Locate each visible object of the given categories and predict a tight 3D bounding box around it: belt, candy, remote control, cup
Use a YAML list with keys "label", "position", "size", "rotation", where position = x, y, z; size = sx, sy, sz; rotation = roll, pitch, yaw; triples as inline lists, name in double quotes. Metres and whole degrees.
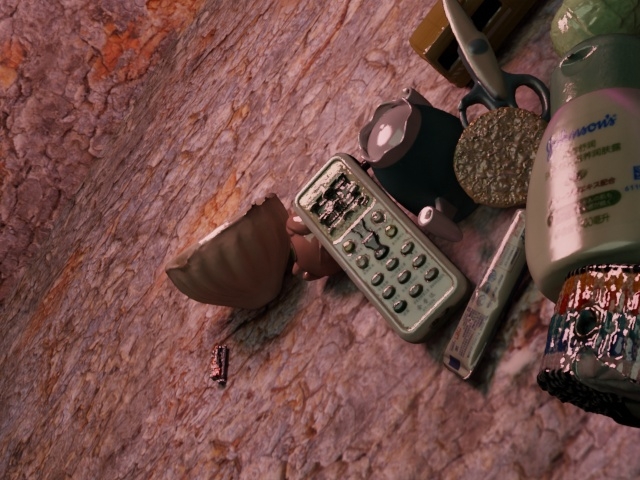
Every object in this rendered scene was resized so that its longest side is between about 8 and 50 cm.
- label: "belt"
  position: [0.333, 0.107, 0.799]
  size: [0.257, 0.207, 0.150]
  rotation: [-8, 61, 61]
- label: "candy"
  position: [0.489, -0.388, 1.092]
  size: [0.440, 0.119, 0.119]
  rotation: [-41, 36, 17]
- label: "remote control"
  position: [0.087, 0.006, 1.272]
  size: [0.128, 0.065, 0.335]
  rotation: [-48, 54, 11]
- label: "cup"
  position: [0.153, -0.129, 1.271]
  size: [0.167, 0.173, 0.300]
  rotation: [-36, 38, 31]

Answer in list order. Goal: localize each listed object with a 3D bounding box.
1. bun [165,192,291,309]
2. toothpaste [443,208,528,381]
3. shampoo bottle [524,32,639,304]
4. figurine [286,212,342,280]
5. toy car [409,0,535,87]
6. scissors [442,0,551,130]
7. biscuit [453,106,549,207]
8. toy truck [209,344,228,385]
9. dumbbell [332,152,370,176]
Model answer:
- label: "bun"
  position: [-0.146, 0.045, 1.578]
  size: [0.263, 0.175, 0.263]
  rotation: [-33, 4, 3]
- label: "toothpaste"
  position: [0.238, 0.058, 1.121]
  size: [0.069, 0.047, 0.268]
  rotation: [28, 91, 39]
- label: "shampoo bottle"
  position: [0.346, -0.093, 0.993]
  size: [0.221, 0.151, 0.350]
  rotation: [-26, 44, 45]
- label: "figurine"
  position: [0.000, 0.000, 1.426]
  size: [0.138, 0.125, 0.125]
  rotation: [97, -179, -59]
- label: "toy car"
  position: [0.264, -0.380, 1.361]
  size: [0.257, 0.124, 0.101]
  rotation: [-51, 34, 16]
- label: "scissors"
  position: [0.239, -0.273, 1.259]
  size: [0.138, 0.041, 0.289]
  rotation: [-22, 69, 2]
- label: "biscuit"
  position: [0.261, -0.116, 1.179]
  size: [0.152, 0.020, 0.152]
  rotation: [-3, 77, 14]
- label: "toy truck"
  position: [-0.193, 0.237, 1.601]
  size: [0.032, 0.024, 0.083]
  rotation: [-11, 47, 15]
- label: "dumbbell"
  position: [0.083, -0.134, 1.443]
  size: [0.208, 0.099, 0.099]
  rotation: [-38, 38, 33]
